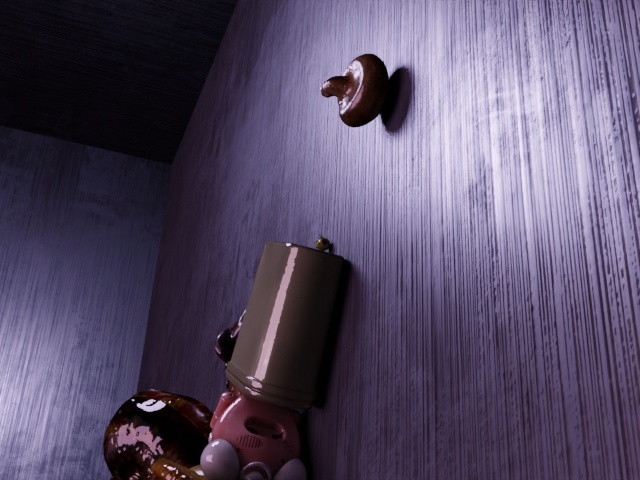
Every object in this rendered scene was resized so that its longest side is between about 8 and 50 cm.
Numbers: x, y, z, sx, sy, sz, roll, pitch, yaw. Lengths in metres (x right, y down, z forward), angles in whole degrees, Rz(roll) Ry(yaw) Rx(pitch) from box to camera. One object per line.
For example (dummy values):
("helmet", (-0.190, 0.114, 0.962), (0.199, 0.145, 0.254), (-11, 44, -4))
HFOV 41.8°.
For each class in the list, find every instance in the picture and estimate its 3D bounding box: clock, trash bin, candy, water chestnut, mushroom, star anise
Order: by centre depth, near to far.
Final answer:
("mushroom", (0.062, -0.229, 1.294), (0.109, 0.085, 0.126), (-25, 43, 25))
("clock", (-0.099, 0.318, 1.302), (0.162, 0.166, 0.092), (-95, 25, -60))
("trash bin", (-0.057, 0.132, 1.375), (0.243, 0.121, 0.247), (180, 106, -73))
("candy", (0.000, 0.000, 1.439), (0.025, 0.023, 0.083), (-33, 16, 1))
("star anise", (-0.158, 0.233, 1.652), (0.272, 0.103, 0.271), (-170, 90, -71))
("water chestnut", (-0.283, 0.429, 1.716), (0.300, 0.300, 0.299), (-168, 90, -73))

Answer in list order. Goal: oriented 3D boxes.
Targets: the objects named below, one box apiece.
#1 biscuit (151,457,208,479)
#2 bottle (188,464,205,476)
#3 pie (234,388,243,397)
("biscuit", (-0.141, 0.392, 1.246), (0.035, 0.254, 0.254), (-61, 13, -14))
("bottle", (-0.214, 0.576, 1.482), (0.171, 0.172, 0.351), (156, 126, -70))
("pie", (-0.122, 0.337, 1.500), (0.182, 0.050, 0.182), (-176, 90, -66))
